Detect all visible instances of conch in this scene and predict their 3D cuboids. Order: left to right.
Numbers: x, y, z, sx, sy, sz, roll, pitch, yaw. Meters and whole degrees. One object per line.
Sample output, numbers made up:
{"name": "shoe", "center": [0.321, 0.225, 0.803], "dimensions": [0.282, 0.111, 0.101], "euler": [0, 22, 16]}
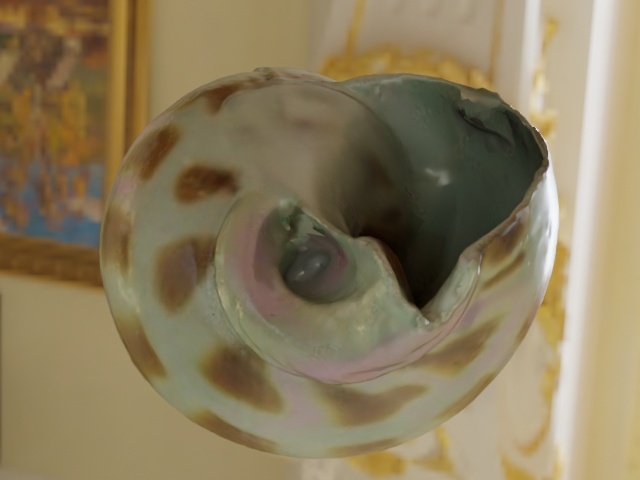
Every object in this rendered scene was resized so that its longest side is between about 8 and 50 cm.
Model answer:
{"name": "conch", "center": [0.000, 0.000, 1.027], "dimensions": [0.249, 0.197, 0.368], "euler": [-28, -142, -1]}
